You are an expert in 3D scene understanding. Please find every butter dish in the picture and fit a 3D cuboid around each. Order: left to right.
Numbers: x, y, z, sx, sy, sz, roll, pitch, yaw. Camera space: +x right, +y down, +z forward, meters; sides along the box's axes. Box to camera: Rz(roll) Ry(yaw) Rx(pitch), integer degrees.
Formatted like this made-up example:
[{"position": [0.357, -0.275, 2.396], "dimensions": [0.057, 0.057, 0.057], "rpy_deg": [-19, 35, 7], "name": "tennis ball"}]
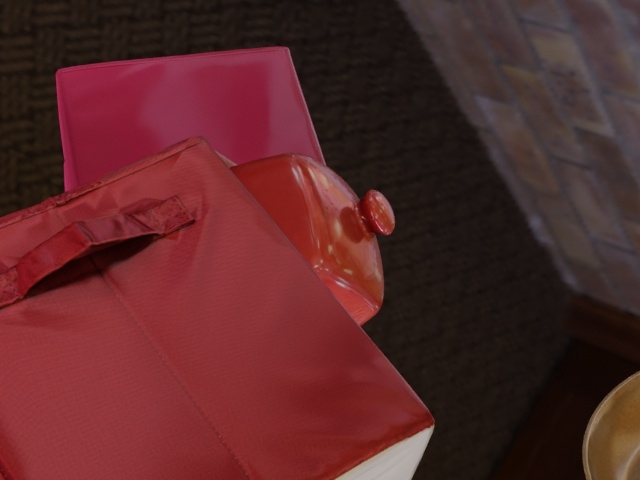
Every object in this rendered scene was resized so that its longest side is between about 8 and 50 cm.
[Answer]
[{"position": [0.000, 0.000, 1.180], "dimensions": [0.118, 0.160, 0.160], "rpy_deg": [-26, 150, 17], "name": "butter dish"}]

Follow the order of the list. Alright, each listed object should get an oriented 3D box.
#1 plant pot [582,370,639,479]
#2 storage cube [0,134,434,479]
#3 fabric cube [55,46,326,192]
[{"position": [0.237, 0.118, 0.715], "dimensions": [0.236, 0.236, 0.032], "rpy_deg": [-26, 127, -41], "name": "plant pot"}, {"position": [-0.087, 0.102, 0.768], "dimensions": [0.183, 0.193, 0.215], "rpy_deg": [-25, 151, -29], "name": "storage cube"}, {"position": [-0.130, -0.018, 1.653], "dimensions": [0.254, 0.258, 0.259], "rpy_deg": [-8, 133, -12], "name": "fabric cube"}]
